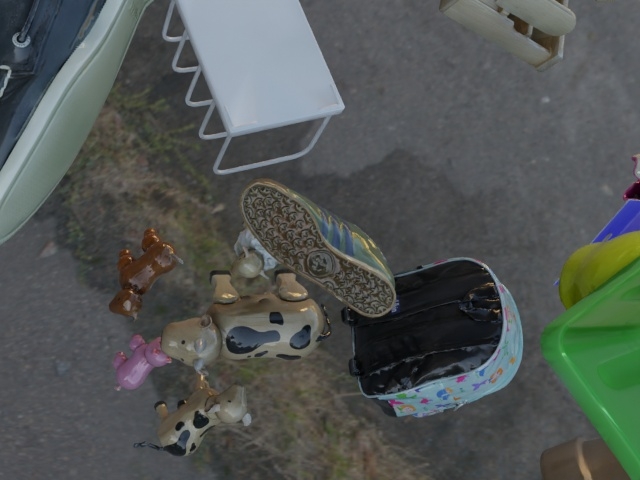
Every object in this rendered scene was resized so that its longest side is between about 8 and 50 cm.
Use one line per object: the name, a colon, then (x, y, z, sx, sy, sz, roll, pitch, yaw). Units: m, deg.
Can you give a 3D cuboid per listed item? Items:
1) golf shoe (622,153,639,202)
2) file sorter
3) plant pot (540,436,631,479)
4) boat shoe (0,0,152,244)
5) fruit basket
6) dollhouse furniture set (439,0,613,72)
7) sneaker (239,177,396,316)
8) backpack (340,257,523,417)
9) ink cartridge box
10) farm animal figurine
golf shoe: (0.619, -0.049, 1.908, 0.115, 0.140, 0.306, -80, 168, -50)
file sorter: (-0.122, -0.273, 1.677, 0.193, 0.173, 0.277, -15, 73, -24)
plant pot: (0.521, 0.395, 1.524, 0.323, 0.280, 0.323, 51, 18, -24)
boat shoe: (-0.206, -0.163, 0.786, 0.113, 0.127, 0.340, 26, 86, -1)
fruit basket: (0.439, 0.102, 1.247, 0.392, 0.392, 0.283, -32, 84, -33)
dollhouse furniture set: (0.277, -0.320, 1.191, 0.161, 0.242, 0.212, 24, 61, -23)
sneaker: (0.000, 0.000, 1.084, 0.192, 0.064, 0.086, 39, 19, -6)
backpack: (0.189, 0.153, 1.636, 0.191, 0.254, 0.225, 40, 35, -47)
ink cartridge box: (0.513, 0.017, 1.701, 0.208, 0.206, 0.045, -1, 48, -37)
farm animal figurine: (-0.138, 0.143, 1.438, 0.327, 0.172, 0.330, -16, 120, -6)
